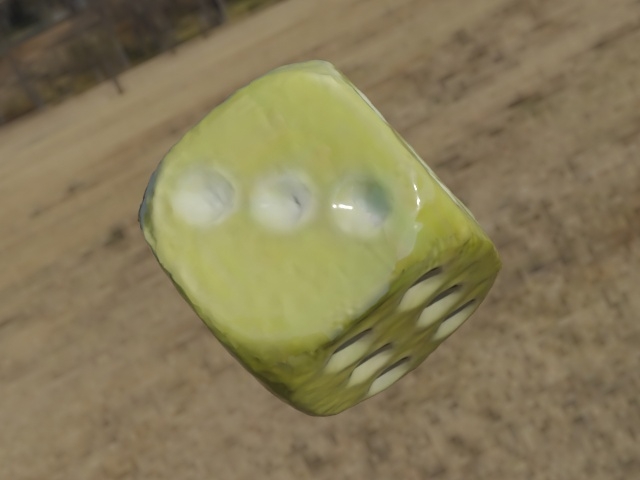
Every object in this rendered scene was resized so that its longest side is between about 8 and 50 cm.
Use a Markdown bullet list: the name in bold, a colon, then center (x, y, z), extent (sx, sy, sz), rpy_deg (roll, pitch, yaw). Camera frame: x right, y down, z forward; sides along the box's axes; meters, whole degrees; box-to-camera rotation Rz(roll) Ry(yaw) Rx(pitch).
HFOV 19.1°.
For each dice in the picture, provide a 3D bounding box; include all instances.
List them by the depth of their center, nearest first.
- **dice**: center (0.000, 0.000, 1.217), extent (0.166, 0.169, 0.169), rpy_deg (-42, -20, 5)
